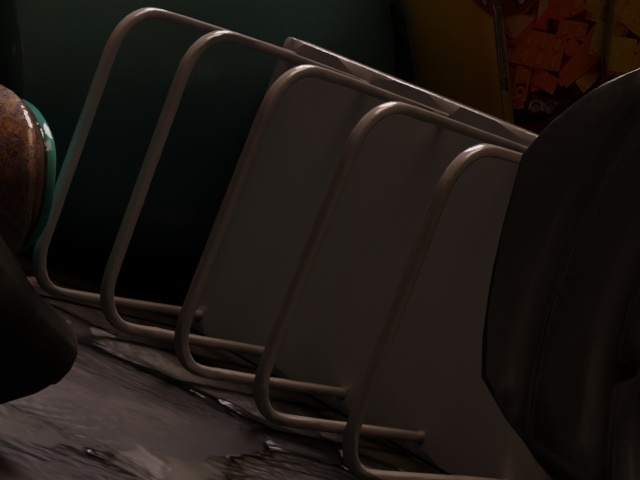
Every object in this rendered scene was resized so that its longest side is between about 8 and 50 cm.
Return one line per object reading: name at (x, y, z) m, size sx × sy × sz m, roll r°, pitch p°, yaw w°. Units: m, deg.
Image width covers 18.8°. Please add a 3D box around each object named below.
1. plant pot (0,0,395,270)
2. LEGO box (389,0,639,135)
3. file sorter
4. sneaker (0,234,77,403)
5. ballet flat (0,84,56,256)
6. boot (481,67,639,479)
plant pot at (-0.119, -0.114, 1.321) m, size 0.235 × 0.293 × 0.293 m, roll -4°, pitch 17°, yaw -27°
LEGO box at (0.101, -0.104, 1.435) m, size 0.193 × 0.372 × 0.500 m, roll -17°, pitch 22°, yaw -22°
file sorter at (0.000, 0.000, 1.070) m, size 0.277 × 0.193 × 0.173 m, roll 26°, pitch 9°, yaw 40°
sneaker at (-0.205, 0.012, 0.726) m, size 0.222 × 0.083 × 0.118 m, roll 17°, pitch -17°, yaw 19°
ballet flat at (-0.237, -0.046, 1.135) m, size 0.106 × 0.108 × 0.316 m, roll 3°, pitch 5°, yaw -21°
boot at (0.275, 0.127, 0.507) m, size 0.367 × 0.146 × 0.445 m, roll 22°, pitch -16°, yaw 35°
